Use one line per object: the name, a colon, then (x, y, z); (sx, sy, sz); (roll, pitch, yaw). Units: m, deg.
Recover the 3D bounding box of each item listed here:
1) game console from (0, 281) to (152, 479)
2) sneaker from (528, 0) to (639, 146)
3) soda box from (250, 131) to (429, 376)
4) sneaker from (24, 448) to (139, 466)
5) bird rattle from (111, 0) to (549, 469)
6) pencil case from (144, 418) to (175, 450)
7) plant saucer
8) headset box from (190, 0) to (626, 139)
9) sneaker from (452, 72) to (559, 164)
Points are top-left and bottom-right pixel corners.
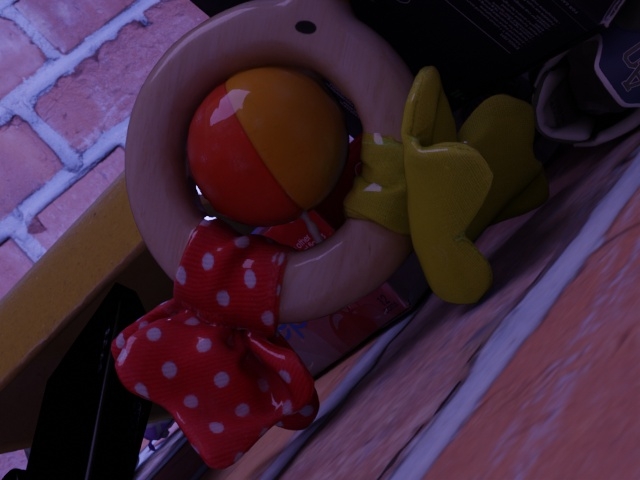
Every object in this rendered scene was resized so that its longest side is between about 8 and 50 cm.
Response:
game console: (-0.206, 0.206, 0.941); (0.361, 0.044, 0.213); (-52, 21, 33)
sneaker: (0.137, -0.085, 0.739); (0.086, 0.064, 0.192); (-40, 5, -16)
soda box: (-0.022, 0.038, 0.907); (0.083, 0.092, 0.263); (-47, 4, -40)
sneaker: (-0.211, 0.202, 1.302); (0.095, 0.090, 0.235); (-17, 2, -19)
bird rattle: (-0.015, -0.017, 0.725); (0.253, 0.207, 0.143); (-33, -11, 23)
pencil case: (-0.120, 0.103, 1.343); (0.206, 0.088, 0.086); (-45, -4, 1)
plant saucer: (-0.117, 0.036, 1.111); (0.333, 0.081, 0.333); (-42, -20, 27)
headset box: (0.020, -0.192, 0.766); (0.131, 0.246, 0.283); (-55, 10, -21)
sneaker: (0.140, -0.113, 0.921); (0.232, 0.090, 0.115); (-44, -1, -21)
